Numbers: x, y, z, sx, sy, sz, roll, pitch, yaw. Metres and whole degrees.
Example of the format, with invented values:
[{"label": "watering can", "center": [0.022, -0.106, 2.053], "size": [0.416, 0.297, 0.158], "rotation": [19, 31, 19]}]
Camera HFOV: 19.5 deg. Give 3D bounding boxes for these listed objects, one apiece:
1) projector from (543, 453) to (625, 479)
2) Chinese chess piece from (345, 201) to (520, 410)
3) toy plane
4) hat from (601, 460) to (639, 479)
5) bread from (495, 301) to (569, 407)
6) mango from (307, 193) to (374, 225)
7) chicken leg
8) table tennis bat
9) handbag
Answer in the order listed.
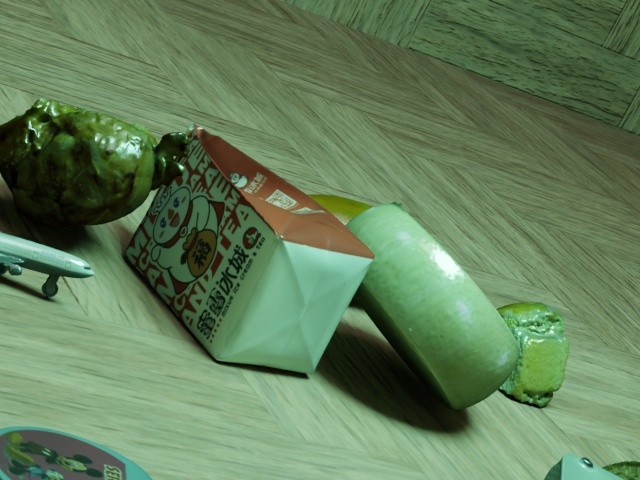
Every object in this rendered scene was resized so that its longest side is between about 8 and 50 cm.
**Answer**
[{"label": "projector", "center": [0.293, 0.320, 1.767], "size": [0.198, 0.108, 0.250], "rotation": [28, 16, 1]}, {"label": "Chinese chess piece", "center": [0.115, 0.072, 2.084], "size": [0.250, 0.101, 0.250], "rotation": [50, -5, 6]}, {"label": "toy plane", "center": [-0.334, 0.002, 1.836], "size": [0.226, 0.058, 0.226], "rotation": [27, 10, -14]}, {"label": "hat", "center": [0.324, 0.310, 1.952], "size": [0.146, 0.067, 0.146], "rotation": [7, 59, -11]}, {"label": "bread", "center": [0.247, 0.123, 2.319], "size": [0.103, 0.110, 0.156], "rotation": [10, 22, -32]}, {"label": "mango", "center": [0.000, 0.000, 2.294], "size": [0.253, 0.113, 0.138], "rotation": [12, 25, -23]}, {"label": "chicken leg", "center": [-0.295, -0.085, 2.079], "size": [0.211, 0.140, 0.361], "rotation": [4, 3, -27]}, {"label": "table tennis bat", "center": [-0.162, 0.209, 1.516], "size": [0.244, 0.040, 0.153], "rotation": [19, 17, -12]}, {"label": "handbag", "center": [-0.092, -0.001, 2.037], "size": [0.151, 0.171, 0.298], "rotation": [12, 23, -40]}]
